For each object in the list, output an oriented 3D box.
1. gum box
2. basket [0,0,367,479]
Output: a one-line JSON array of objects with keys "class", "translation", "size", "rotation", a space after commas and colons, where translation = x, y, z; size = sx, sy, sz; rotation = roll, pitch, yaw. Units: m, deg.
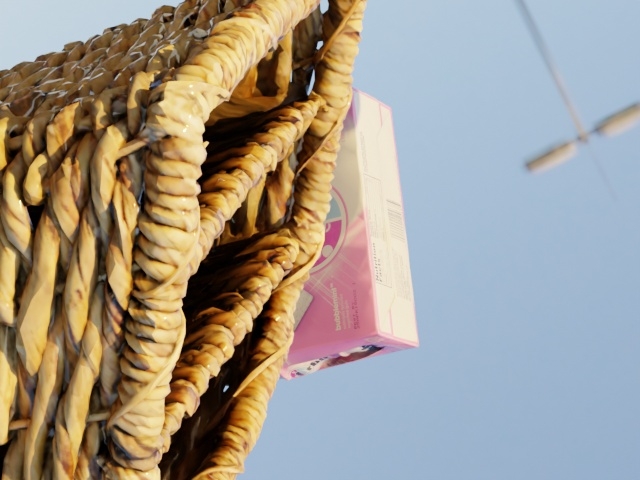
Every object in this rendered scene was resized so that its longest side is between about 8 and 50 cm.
[{"class": "gum box", "translation": [0.000, 0.000, 1.196], "size": [0.107, 0.062, 0.188], "rotation": [-15, -108, 28]}, {"class": "basket", "translation": [-0.068, 0.023, 0.721], "size": [0.223, 0.213, 0.299], "rotation": [-18, -166, 18]}]
